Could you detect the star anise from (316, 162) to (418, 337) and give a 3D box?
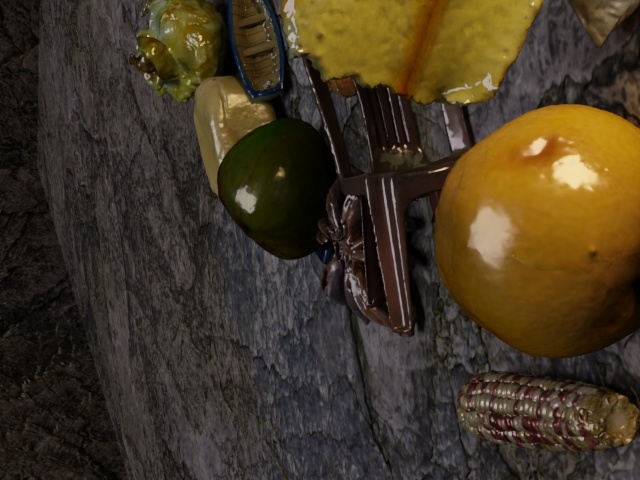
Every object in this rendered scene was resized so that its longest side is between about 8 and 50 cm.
[{"bbox_3d":[0.060,0.014,1.298,0.236,0.093,0.229,66,146,26],"label":"star anise"}]

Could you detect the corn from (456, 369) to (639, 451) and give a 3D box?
[{"bbox_3d":[0.216,0.165,0.993,0.237,0.079,0.079,163,98,-66],"label":"corn"}]

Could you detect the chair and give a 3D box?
[{"bbox_3d":[0.100,-0.090,1.062,0.183,0.176,0.326,-169,66,-75],"label":"chair"}]

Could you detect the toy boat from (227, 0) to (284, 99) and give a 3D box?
[{"bbox_3d":[-0.102,-0.326,1.593,0.046,0.080,0.229,40,-146,-72],"label":"toy boat"}]

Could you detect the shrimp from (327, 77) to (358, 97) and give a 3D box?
[{"bbox_3d":[0.020,-0.329,1.318,0.222,0.054,0.290,-169,74,-67],"label":"shrimp"}]

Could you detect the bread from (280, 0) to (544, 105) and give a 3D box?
[{"bbox_3d":[0.113,-0.298,0.765,0.245,0.233,0.361,150,129,-66],"label":"bread"}]

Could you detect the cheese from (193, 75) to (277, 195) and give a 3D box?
[{"bbox_3d":[-0.139,-0.156,1.668,0.214,0.117,0.226,-163,63,-71],"label":"cheese"}]

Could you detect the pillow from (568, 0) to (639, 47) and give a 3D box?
[{"bbox_3d":[0.252,-0.277,0.807,0.148,0.050,0.229,68,153,22],"label":"pillow"}]

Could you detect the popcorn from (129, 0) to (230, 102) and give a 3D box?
[{"bbox_3d":[-0.248,-0.333,1.771,0.198,0.212,0.198,18,124,28],"label":"popcorn"}]

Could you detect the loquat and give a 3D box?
[{"bbox_3d":[0.195,-0.007,0.841,0.208,0.208,0.208,172,90,-67],"label":"loquat"}]

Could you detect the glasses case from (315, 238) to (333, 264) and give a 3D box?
[{"bbox_3d":[0.000,0.000,1.504,0.083,0.023,0.033,52,138,47],"label":"glasses case"}]

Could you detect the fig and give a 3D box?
[{"bbox_3d":[-0.055,-0.077,1.436,0.181,0.181,0.191,-1,68,67],"label":"fig"}]
